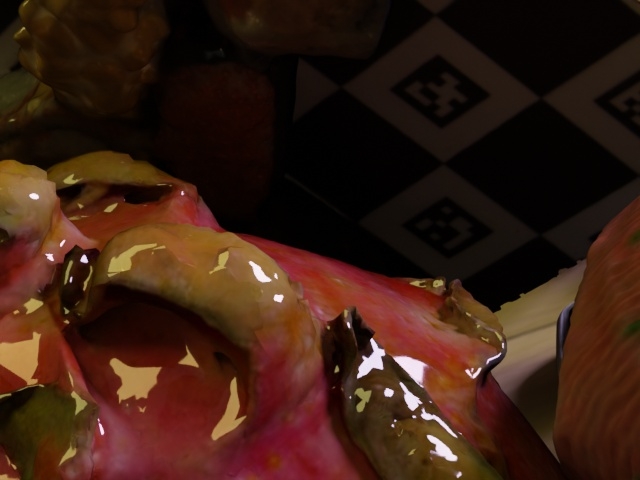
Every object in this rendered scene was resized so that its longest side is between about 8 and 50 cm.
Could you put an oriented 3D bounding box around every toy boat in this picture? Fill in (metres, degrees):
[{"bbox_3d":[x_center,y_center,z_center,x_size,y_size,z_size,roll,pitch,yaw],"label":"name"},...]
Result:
[{"bbox_3d":[0.139,0.037,0.603,0.099,0.141,0.318,2,19,12],"label":"toy boat"}]

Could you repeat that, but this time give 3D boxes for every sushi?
[{"bbox_3d":[-0.043,-0.043,0.743,0.343,0.359,0.064,-34,32,41],"label":"sushi"}]

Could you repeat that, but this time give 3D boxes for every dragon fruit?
[{"bbox_3d":[-0.070,0.089,0.647,0.296,0.263,0.314,-34,17,2],"label":"dragon fruit"}]

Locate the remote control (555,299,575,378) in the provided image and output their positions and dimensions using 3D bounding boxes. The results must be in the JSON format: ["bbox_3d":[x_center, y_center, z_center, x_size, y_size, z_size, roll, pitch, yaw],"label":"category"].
[{"bbox_3d":[0.217,-0.007,0.756,0.261,0.029,0.067,-29,19,21],"label":"remote control"}]
